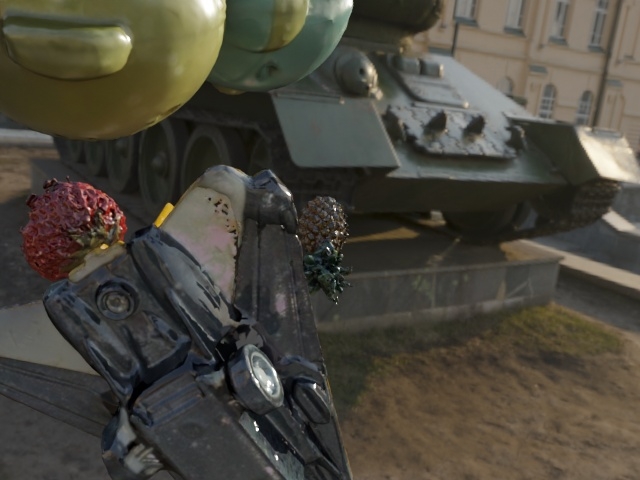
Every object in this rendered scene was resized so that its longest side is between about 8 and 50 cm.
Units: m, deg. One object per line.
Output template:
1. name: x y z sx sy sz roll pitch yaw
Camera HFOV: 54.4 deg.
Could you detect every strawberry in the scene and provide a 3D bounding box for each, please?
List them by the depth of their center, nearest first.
1. strawberry: -0.321 -0.008 0.820 0.086 0.145 0.145 36 26 24

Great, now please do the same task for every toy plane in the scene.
1. toy plane: -0.035 0.129 0.360 0.204 0.316 0.103 -30 13 10

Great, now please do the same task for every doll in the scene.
1. doll: -0.108 -0.158 0.394 0.177 0.162 0.260 27 35 26

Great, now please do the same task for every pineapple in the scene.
1. pineapple: 0.001 0.000 0.996 0.083 0.103 0.221 -21 36 16
